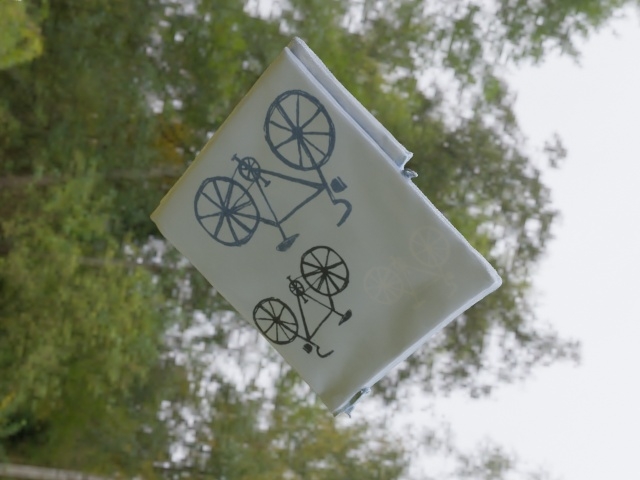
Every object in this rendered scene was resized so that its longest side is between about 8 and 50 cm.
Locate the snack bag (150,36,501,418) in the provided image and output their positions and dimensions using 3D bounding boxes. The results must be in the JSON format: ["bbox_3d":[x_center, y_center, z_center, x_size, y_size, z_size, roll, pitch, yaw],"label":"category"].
[{"bbox_3d":[0.000,0.000,1.259,0.323,0.342,0.037,-46,176,39],"label":"snack bag"}]
